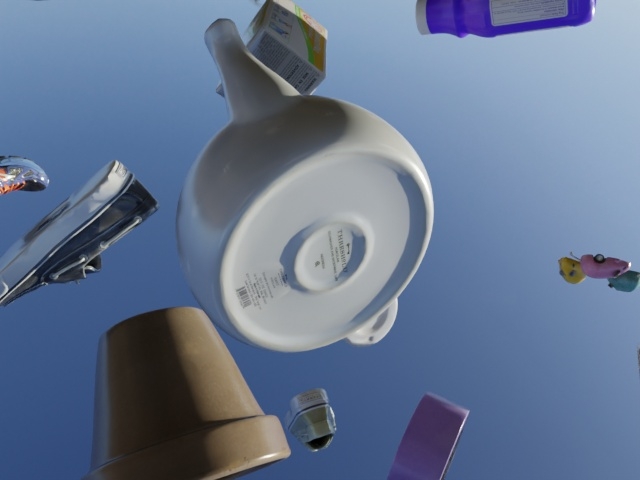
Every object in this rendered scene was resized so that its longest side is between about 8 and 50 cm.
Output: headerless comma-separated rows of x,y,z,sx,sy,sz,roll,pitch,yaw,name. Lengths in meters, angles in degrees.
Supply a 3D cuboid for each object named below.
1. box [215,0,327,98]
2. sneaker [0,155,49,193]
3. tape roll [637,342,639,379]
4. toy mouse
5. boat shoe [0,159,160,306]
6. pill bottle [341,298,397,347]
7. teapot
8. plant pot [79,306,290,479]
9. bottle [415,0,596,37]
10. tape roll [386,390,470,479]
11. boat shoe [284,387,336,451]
-0.063,-0.262,0.857,0.103,0.114,0.203,34,-150,-21,box
-0.613,-0.106,1.108,0.221,0.083,0.087,-2,-115,-53,sneaker
0.759,0.421,1.314,0.072,0.392,0.392,-8,-157,27,tape roll
0.407,0.048,0.844,0.143,0.031,0.161,7,168,38,toy mouse
-0.355,0.016,0.837,0.301,0.102,0.108,-39,-151,8,boat shoe
0.025,0.104,1.172,0.136,0.136,0.246,-14,-159,-29,pill bottle
-0.030,-0.029,0.575,0.252,0.256,0.187,17,-160,-38,teapot
-0.194,0.218,0.795,0.263,0.263,0.229,-10,-112,-23,plant pot
0.301,-0.392,0.988,0.283,0.092,0.118,2,-136,29,bottle
0.186,0.363,1.029,0.080,0.189,0.189,22,-146,21,tape roll
-0.019,0.394,1.254,0.109,0.302,0.094,-13,-117,-5,boat shoe
